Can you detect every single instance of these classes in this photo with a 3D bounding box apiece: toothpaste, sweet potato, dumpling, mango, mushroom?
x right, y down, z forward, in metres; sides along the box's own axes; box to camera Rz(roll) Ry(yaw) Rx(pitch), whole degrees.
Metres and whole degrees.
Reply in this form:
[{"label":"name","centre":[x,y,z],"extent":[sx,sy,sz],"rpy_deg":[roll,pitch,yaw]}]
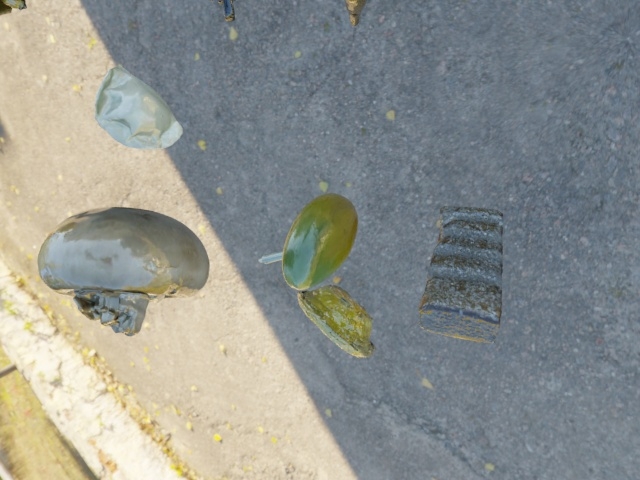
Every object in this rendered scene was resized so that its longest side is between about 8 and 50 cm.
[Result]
[{"label":"toothpaste","centre":[-0.116,0.045,1.321],"extent":[0.197,0.048,0.029],"rpy_deg":[-14,95,35]},{"label":"sweet potato","centre":[0.073,-0.521,0.915],"extent":[0.059,0.249,0.069],"rpy_deg":[13,82,4]},{"label":"dumpling","centre":[-0.525,-0.354,1.235],"extent":[0.131,0.179,0.252],"rpy_deg":[18,161,48]},{"label":"mango","centre":[0.000,0.000,0.746],"extent":[0.091,0.195,0.130],"rpy_deg":[12,149,32]},{"label":"mushroom","centre":[-0.274,0.045,0.619],"extent":[0.226,0.226,0.178],"rpy_deg":[-22,65,40]}]

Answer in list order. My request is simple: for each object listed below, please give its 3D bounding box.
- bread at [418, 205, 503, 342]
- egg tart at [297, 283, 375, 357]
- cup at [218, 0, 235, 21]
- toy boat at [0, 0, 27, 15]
[{"label":"bread","centre":[0.345,0.057,1.029],"extent":[0.165,0.417,0.113],"rpy_deg":[4,126,20]},{"label":"egg tart","centre":[0.069,0.237,1.376],"extent":[0.315,0.315,0.120],"rpy_deg":[41,96,13]},{"label":"cup","centre":[-0.261,-0.688,1.129],"extent":[0.176,0.169,0.223],"rpy_deg":[-128,28,-70]},{"label":"toy boat","centre":[-0.415,-0.434,0.627],"extent":[0.089,0.115,0.311],"rpy_deg":[-18,58,48]}]
